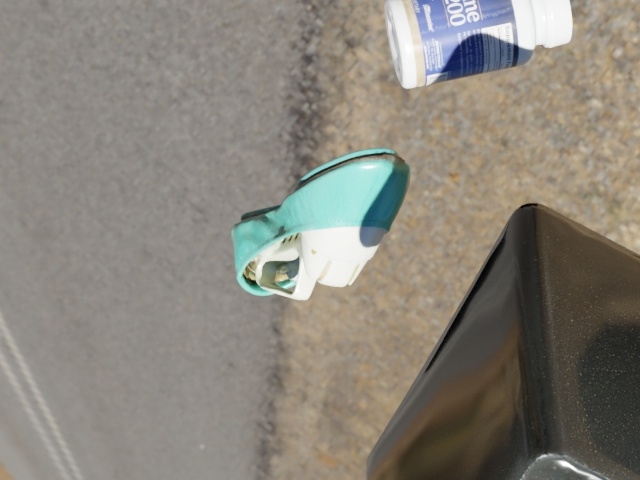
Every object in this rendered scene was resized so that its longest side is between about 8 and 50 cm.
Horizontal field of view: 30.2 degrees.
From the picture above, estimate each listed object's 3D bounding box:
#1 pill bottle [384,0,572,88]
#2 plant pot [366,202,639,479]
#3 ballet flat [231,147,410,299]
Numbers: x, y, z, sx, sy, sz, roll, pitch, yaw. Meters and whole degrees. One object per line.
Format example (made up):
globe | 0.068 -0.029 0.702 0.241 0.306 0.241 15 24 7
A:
pill bottle | 0.108 -0.149 0.818 0.067 0.120 0.067 168 90 -89
plant pot | 0.128 0.127 0.549 0.187 0.167 0.188 27 116 0
ballet flat | 0.000 0.000 0.930 0.083 0.087 0.247 3 167 -26
